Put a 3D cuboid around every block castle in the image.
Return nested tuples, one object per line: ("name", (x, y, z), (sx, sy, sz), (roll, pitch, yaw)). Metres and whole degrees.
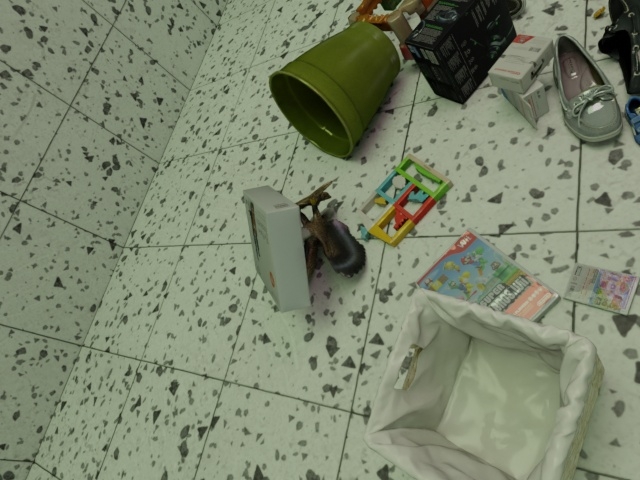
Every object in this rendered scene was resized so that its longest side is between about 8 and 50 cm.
("block castle", (0.346, -0.848, 1.574), (0.453, 0.213, 0.303), (-54, 41, -3))

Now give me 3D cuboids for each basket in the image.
("basket", (0.321, 0.307, 0.852), (0.331, 0.266, 0.328), (15, 82, 43))

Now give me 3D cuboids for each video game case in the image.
("video game case", (0.594, 0.101, 0.953), (0.122, 0.011, 0.087), (17, 76, 43))
("video game case", (0.393, 0.119, 1.094), (0.204, 0.025, 0.285), (-47, 45, 7))

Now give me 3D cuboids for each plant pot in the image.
("plant pot", (0.078, -0.538, 1.539), (0.353, 0.366, 0.367), (-48, 44, -12))

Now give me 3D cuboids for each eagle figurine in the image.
("eagle figurine", (-0.009, 0.003, 1.403), (0.298, 0.225, 0.226), (69, 160, 9))

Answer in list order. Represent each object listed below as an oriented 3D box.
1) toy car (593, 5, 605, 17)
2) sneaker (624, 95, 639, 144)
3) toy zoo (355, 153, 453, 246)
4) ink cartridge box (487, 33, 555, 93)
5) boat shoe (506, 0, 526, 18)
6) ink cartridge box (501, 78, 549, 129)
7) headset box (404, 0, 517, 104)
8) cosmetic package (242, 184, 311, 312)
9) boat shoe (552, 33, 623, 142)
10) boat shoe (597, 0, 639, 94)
("toy car", (0.757, -0.675, 1.250), (0.040, 0.060, 0.122), (-36, 31, 62))
("sneaker", (0.736, -0.270, 1.024), (0.053, 0.059, 0.144), (-24, 53, 23))
("toy zoo", (0.230, -0.108, 1.352), (0.293, 0.030, 0.192), (-48, 46, 6))
("ink cartridge box", (0.519, -0.457, 1.162), (0.135, 0.056, 0.099), (-51, 47, -2))
("boat shoe", (0.527, -0.728, 1.418), (0.220, 0.077, 0.070), (7, 30, 30))
("ink cartridge box", (0.553, -0.395, 1.211), (0.060, 0.104, 0.180), (-33, 50, 16))
("headset box", (0.429, -0.603, 1.332), (0.283, 0.246, 0.131), (-50, 46, 4))
("cosmetic package", (-0.138, 0.007, 1.337), (0.098, 0.284, 0.377), (-14, 18, -15))
("boat shoe", (0.654, -0.382, 1.123), (0.118, 0.103, 0.320), (-18, 55, 30))
("boat shoe", (0.747, -0.486, 1.096), (0.113, 0.127, 0.339), (-13, 67, 19))
